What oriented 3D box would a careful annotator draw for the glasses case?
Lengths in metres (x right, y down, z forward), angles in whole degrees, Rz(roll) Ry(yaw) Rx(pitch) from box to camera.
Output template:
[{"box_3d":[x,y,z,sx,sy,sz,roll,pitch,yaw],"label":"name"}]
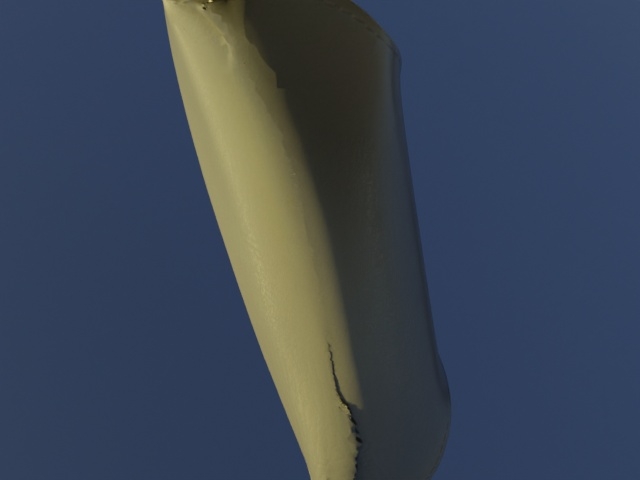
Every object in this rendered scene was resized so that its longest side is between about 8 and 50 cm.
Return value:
[{"box_3d":[-0.001,-0.001,0.452,0.083,0.308,0.128,-20,-142,-10],"label":"glasses case"}]
